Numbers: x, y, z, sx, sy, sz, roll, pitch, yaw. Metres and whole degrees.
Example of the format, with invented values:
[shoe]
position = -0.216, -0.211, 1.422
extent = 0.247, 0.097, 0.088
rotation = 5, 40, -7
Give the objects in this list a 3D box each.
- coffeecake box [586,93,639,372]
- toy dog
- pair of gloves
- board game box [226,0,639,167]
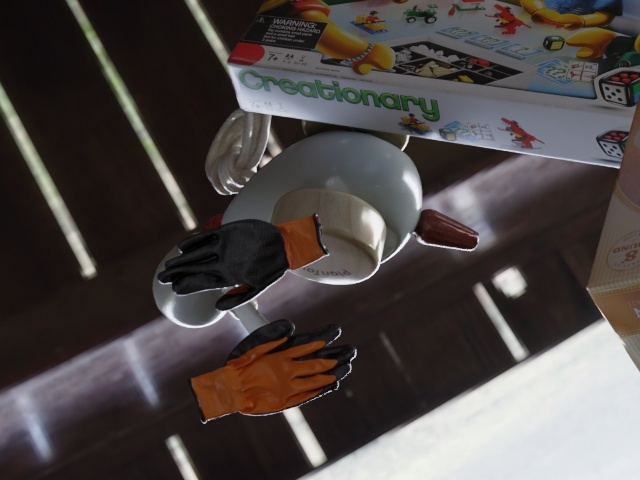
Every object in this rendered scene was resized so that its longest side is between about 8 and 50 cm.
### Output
[coffeecake box]
position = 0.218, -0.033, 0.642
extent = 0.142, 0.068, 0.185
rotation = -14, -143, 36
[toy dog]
position = 0.000, 0.000, 1.092
extent = 0.220, 0.161, 0.333
rotation = -65, -162, -11
[pair of gloves]
position = -0.027, 0.032, 0.584
extent = 0.074, 0.083, 0.010
rotation = -15, 178, 7
[board game box]
position = 0.115, -0.147, 0.913
extent = 0.053, 0.305, 0.193
rotation = 74, 34, -47
